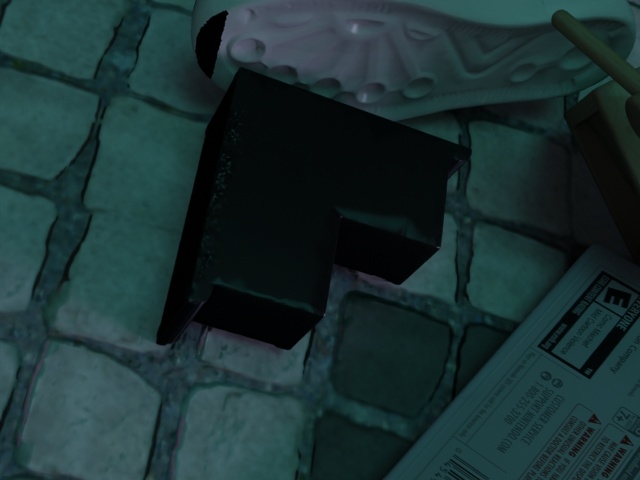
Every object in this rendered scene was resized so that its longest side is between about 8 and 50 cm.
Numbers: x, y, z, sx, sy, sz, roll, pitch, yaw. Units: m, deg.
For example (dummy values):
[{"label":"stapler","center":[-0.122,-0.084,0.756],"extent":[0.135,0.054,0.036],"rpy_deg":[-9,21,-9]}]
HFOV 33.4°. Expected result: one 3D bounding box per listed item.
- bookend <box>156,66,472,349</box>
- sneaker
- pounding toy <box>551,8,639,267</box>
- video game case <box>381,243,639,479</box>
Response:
[{"label":"bookend","center":[0.000,0.000,0.640],"extent":[0.157,0.072,0.156],"rpy_deg":[17,60,-15]},{"label":"sneaker","center":[0.049,-0.212,0.747],"extent":[0.322,0.130,0.236],"rpy_deg":[-4,58,-21]},{"label":"pounding toy","center":[0.223,-0.079,0.665],"extent":[0.094,0.206,0.181],"rpy_deg":[-25,88,4]},{"label":"video game case","center":[0.198,0.173,0.594],"extent":[0.300,0.036,0.329],"rpy_deg":[33,53,23]}]
